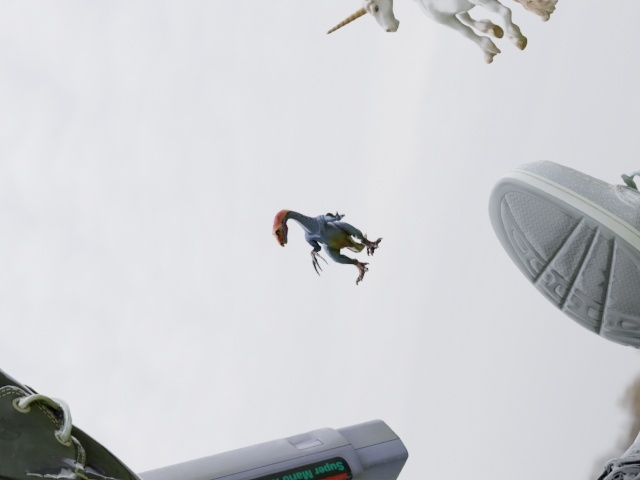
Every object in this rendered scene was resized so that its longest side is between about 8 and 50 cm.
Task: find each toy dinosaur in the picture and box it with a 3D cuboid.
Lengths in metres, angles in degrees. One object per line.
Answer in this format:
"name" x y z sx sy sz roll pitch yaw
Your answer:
"toy dinosaur" 0.000 0.000 1.188 0.047 0.082 0.090 -62 11 -2

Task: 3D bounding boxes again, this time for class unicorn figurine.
"unicorn figurine" 0.101 -0.179 1.220 0.162 0.111 0.060 -34 26 47

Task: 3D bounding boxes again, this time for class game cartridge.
"game cartridge" -0.108 0.258 1.262 0.355 0.068 0.230 -9 -39 -37

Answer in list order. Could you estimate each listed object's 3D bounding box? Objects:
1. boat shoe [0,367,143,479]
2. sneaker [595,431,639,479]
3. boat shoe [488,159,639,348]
"boat shoe" -0.128 0.093 0.679 0.084 0.233 0.079 142 140 -68
"sneaker" 0.169 0.168 0.873 0.101 0.106 0.267 -43 23 61
"boat shoe" 0.285 0.025 1.291 0.103 0.320 0.118 -53 -15 -37
